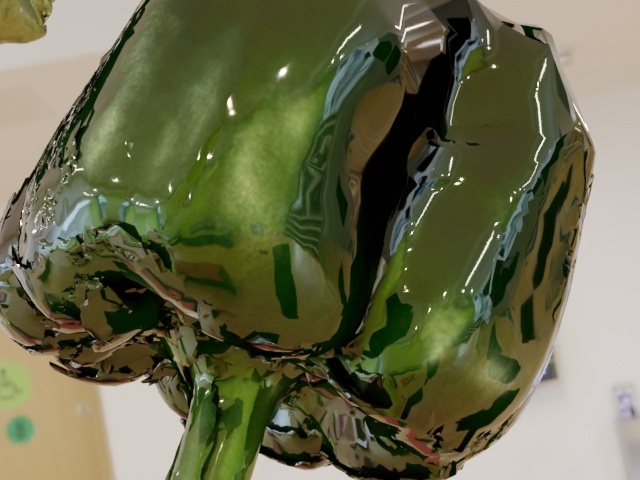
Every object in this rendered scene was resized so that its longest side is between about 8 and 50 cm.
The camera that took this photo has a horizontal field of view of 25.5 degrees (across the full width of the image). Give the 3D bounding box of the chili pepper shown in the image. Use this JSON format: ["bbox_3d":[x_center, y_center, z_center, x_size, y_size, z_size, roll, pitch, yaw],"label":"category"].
[{"bbox_3d":[-0.024,0.014,0.449,0.165,0.261,0.174,8,-25,47],"label":"chili pepper"}]

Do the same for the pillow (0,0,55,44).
[{"bbox_3d":[-0.302,-0.167,0.758,0.302,0.185,0.075,-8,30,15],"label":"pillow"}]
